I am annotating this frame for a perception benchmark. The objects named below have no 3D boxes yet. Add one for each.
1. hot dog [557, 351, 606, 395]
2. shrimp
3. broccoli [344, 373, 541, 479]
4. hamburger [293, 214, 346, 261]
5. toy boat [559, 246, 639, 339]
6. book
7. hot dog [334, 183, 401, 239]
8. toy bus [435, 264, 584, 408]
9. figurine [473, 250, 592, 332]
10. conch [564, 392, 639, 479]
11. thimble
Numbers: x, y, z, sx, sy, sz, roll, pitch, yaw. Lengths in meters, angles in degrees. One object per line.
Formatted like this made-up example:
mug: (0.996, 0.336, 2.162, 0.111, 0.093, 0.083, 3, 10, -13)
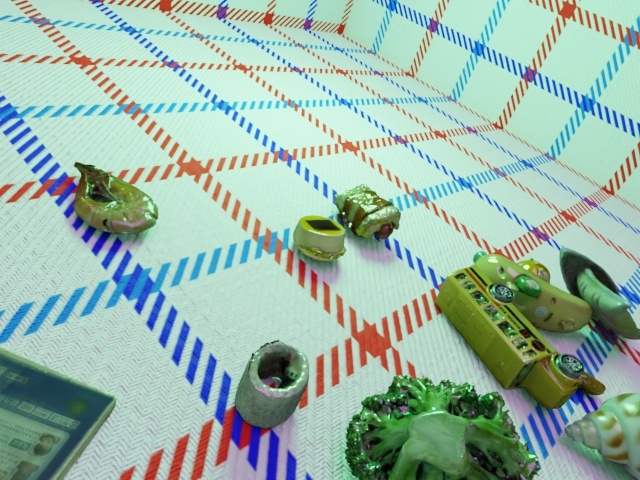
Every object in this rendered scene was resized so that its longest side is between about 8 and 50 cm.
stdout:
hot dog: (0.533, 0.277, 1.065, 0.215, 0.047, 0.066, 36, 6, 10)
shrimp: (-0.456, -0.092, 0.999, 0.145, 0.061, 0.267, -28, 60, -39)
broccoli: (0.167, 0.307, 0.666, 0.269, 0.241, 0.261, 1, 50, 18)
hamburger: (0.000, 0.000, 1.114, 0.126, 0.081, 0.141, -13, 35, -44)
toy boat: (0.754, 0.167, 1.255, 0.276, 0.111, 0.293, 43, 23, -26)
book: (-0.429, 0.267, 0.546, 0.228, 0.018, 0.322, 23, 34, 2)
hot dog: (0.122, -0.070, 1.273, 0.146, 0.103, 0.213, -18, 37, -17)
toy bus: (0.395, 0.206, 1.023, 0.123, 0.121, 0.335, -9, 44, -26)
figurine: (0.544, 0.131, 1.220, 0.324, 0.124, 0.222, 22, 30, -7)
conch: (0.610, 0.376, 0.883, 0.275, 0.183, 0.149, 26, 65, 15)
thimble: (-0.075, 0.225, 0.745, 0.102, 0.090, 0.115, 21, 34, -2)
